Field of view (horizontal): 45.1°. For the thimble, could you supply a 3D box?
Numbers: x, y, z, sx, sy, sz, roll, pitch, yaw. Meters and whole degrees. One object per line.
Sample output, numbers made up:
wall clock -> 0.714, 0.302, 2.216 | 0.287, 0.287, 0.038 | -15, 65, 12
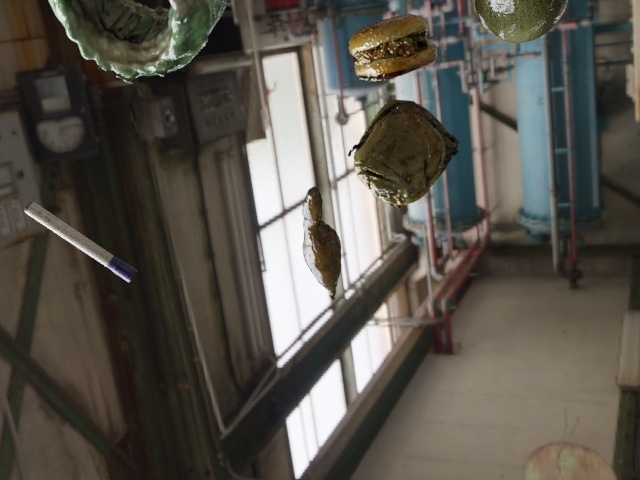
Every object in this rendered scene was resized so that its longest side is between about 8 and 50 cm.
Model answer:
thimble -> -0.227, -0.316, 0.946 | 0.219, 0.219, 0.150 | -2, -137, 19

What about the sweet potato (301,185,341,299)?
sweet potato -> -0.001, -0.003, 1.426 | 0.074, 0.269, 0.075 | -6, -138, 6

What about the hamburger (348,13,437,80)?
hamburger -> 0.156, -0.413, 1.634 | 0.181, 0.118, 0.191 | 6, -156, 44

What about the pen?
pen -> -0.514, 0.003, 1.657 | 0.269, 0.033, 0.033 | 35, -169, -11

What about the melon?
melon -> 0.200, -0.255, 0.765 | 0.099, 0.099, 0.162 | -5, 173, 11

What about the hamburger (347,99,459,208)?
hamburger -> 0.166, -0.176, 1.587 | 0.206, 0.183, 0.130 | -51, 175, -2
